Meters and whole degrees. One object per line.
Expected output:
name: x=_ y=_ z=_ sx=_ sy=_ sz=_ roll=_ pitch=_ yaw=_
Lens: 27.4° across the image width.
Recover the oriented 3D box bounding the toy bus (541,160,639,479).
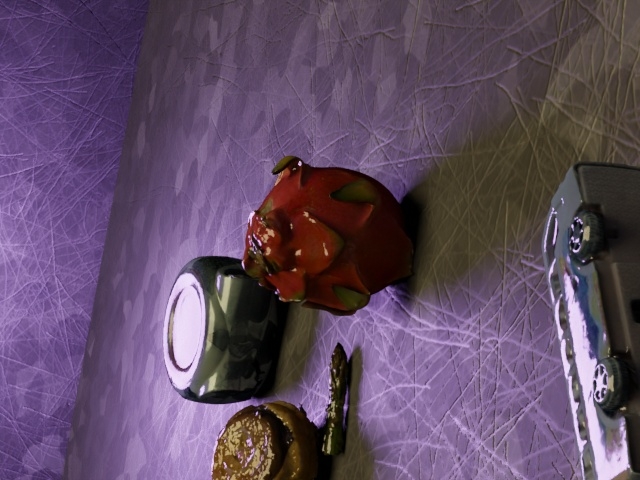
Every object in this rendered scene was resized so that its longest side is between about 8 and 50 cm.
toy bus: x=0.285 y=0.090 z=1.235 sx=0.136 sy=0.109 sz=0.329 roll=112 pitch=158 yaw=-55

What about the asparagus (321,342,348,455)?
asparagus: x=0.022 y=0.230 z=1.910 sx=0.036 sy=0.030 sz=0.165 roll=135 pitch=140 yaw=-72

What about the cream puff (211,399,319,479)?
cream puff: x=-0.075 y=0.328 z=1.968 sx=0.189 sy=0.129 sz=0.189 roll=-18 pitch=61 yaw=35

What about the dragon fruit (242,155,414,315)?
dragon fruit: x=0.004 y=-0.001 z=1.814 sx=0.224 sy=0.227 sz=0.224 roll=-173 pitch=90 yaw=-76

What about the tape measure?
tape measure: x=-0.167 y=0.156 z=2.261 sx=0.275 sy=0.147 sz=0.256 roll=19 pitch=100 yaw=64
